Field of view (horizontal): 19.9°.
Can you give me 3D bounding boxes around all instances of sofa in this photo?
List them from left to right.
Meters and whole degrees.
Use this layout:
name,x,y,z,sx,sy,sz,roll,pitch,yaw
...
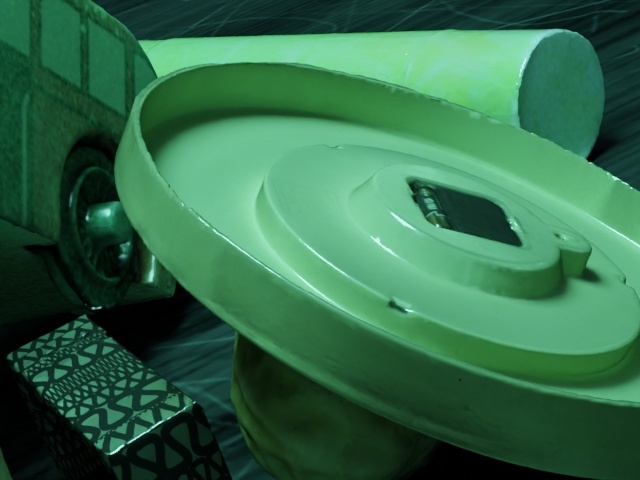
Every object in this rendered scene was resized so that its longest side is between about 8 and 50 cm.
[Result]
name,x,y,z,sx,sy,sz,roll,pitch,yaw
sofa,-0.071,0.073,0.658,0.039,0.060,0.118,-31,25,-17

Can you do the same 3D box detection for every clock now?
name,x,y,z,sx,sy,sz,roll,pitch,yaw
clock,0.045,-0.001,0.615,0.235,0.029,0.235,19,23,-8

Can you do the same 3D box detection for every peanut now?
name,x,y,z,sx,sy,sz,roll,pitch,yaw
peanut,0.012,0.029,0.671,0.093,0.083,0.194,-10,20,5

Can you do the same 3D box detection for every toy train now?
name,x,y,z,sx,sy,sz,roll,pitch,yaw
toy train,-0.169,-0.049,0.737,0.129,0.159,0.326,-7,-16,22

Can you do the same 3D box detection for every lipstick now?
name,x,y,z,sx,sy,sz,roll,pitch,yaw
lipstick,0.002,-0.071,0.947,0.304,0.076,0.076,5,30,43

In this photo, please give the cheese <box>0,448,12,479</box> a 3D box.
name,x,y,z,sx,sy,sz,roll,pitch,yaw
cheese,-0.208,0.126,0.498,0.292,0.153,0.332,-24,22,-17
